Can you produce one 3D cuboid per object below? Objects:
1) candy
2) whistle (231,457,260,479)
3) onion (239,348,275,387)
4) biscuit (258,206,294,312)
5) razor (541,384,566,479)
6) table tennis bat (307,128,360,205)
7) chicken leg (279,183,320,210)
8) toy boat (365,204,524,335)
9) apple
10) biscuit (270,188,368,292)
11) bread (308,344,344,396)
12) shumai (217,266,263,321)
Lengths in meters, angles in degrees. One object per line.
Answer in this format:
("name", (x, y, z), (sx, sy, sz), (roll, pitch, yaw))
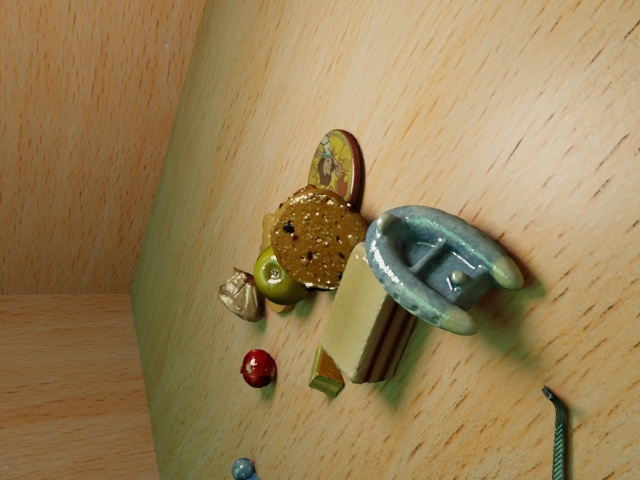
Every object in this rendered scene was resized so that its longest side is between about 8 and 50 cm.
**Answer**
("candy", (0.122, 0.172, 1.264), (0.179, 0.135, 0.321), (47, 127, 48))
("whistle", (-0.270, 0.831, 1.912), (0.158, 0.090, 0.090), (4, 91, 59))
("onion", (-0.215, 0.437, 1.815), (0.131, 0.131, 0.131), (-7, 82, 59))
("biscuit", (-0.145, 0.066, 1.795), (0.275, 0.052, 0.355), (-16, 73, 58))
("razor", (0.398, 0.345, 0.893), (0.066, 0.033, 0.190), (12, -105, -76))
("table tennis bat", (0.032, -0.111, 1.521), (0.268, 0.051, 0.415), (0, 85, 61))
("chicken leg", (-0.062, -0.091, 1.567), (0.304, 0.093, 0.113), (168, 93, -68))
("toy boat", (0.213, 0.032, 1.030), (0.215, 0.123, 0.330), (-43, 47, -3))
("apple", (-0.112, 0.097, 1.609), (0.196, 0.157, 0.196), (-1, 88, 18))
("biscuit", (0.000, 0.000, 1.420), (0.295, 0.075, 0.296), (9, 114, 20))
("bread", (0.024, 0.361, 1.528), (0.139, 0.084, 0.074), (-76, 12, -53))
("shumai", (-0.258, 0.186, 1.878), (0.120, 0.201, 0.201), (-47, 44, 14))
